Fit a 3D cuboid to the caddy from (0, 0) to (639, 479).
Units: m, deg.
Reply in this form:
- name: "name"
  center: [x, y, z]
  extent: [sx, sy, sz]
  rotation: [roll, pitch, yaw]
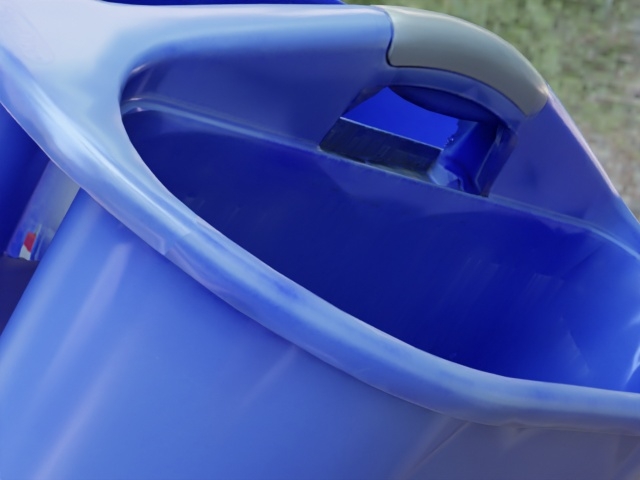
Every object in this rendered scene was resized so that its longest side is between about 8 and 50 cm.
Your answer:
- name: "caddy"
  center: [0.000, 0.000, 0.552]
  extent: [0.341, 0.179, 0.241]
  rotation: [11, 32, -51]
